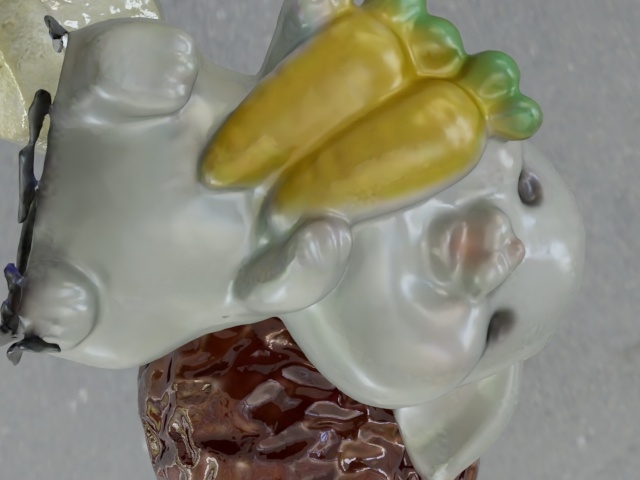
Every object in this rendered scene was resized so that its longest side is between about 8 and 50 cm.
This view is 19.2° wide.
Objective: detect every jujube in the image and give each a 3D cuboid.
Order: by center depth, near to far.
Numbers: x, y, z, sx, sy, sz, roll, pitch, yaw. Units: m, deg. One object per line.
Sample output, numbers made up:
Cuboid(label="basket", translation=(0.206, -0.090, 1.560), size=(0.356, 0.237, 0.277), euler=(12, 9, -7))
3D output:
Cuboid(label="jujube", translation=(-0.008, 0.111, 1.159), size=(0.212, 0.213, 0.232), euler=(-12, 95, 2))

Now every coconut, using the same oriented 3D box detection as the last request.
Cuboid(label="coconut", translation=(-0.239, -0.192, 1.793), size=(0.222, 0.202, 0.202), euler=(-33, 133, -38))

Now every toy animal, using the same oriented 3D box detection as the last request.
Cuboid(label="toy animal", translation=(0.001, 0.001, 0.944), size=(0.310, 0.183, 0.247), euler=(9, 155, -10))
